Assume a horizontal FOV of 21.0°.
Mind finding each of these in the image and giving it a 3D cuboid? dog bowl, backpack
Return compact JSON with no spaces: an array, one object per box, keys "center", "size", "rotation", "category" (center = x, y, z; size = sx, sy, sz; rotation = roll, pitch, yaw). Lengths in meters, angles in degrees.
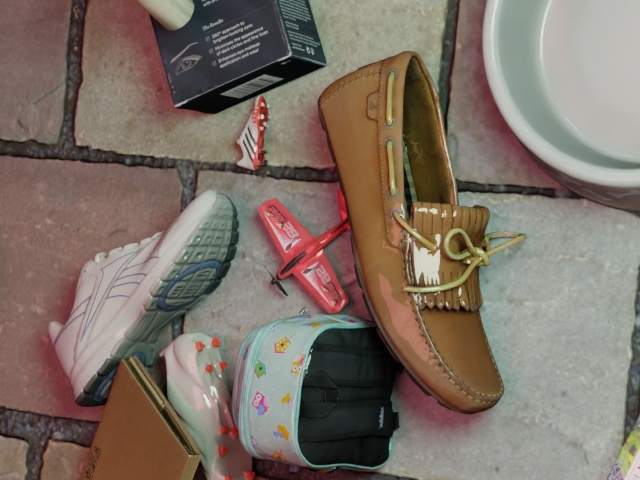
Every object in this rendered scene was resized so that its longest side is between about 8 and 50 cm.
[{"center":[0.316,-0.201,1.686],"size":[0.348,0.102,0.349],"rotation":[-2,86,27],"category":"dog bowl"},{"center":[-0.011,0.154,1.783],"size":[0.144,0.188,0.166],"rotation":[10,93,26],"category":"backpack"}]

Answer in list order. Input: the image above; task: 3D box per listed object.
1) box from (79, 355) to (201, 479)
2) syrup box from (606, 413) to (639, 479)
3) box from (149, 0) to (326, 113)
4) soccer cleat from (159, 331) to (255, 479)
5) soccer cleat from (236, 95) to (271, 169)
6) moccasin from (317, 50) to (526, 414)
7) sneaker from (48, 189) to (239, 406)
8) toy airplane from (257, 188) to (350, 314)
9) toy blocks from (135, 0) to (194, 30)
[{"center":[-0.203,0.255,1.904],"size":[0.164,0.021,0.201],"rotation":[49,130,38],"category":"box"},{"center":[0.334,0.239,1.660],"size":[0.096,0.093,0.237],"rotation":[28,100,25],"category":"syrup box"},{"center":[-0.096,-0.241,1.896],"size":[0.156,0.093,0.158],"rotation":[-21,79,25],"category":"box"},{"center":[-0.126,0.198,1.912],"size":[0.076,0.068,0.196],"rotation":[-25,75,38],"category":"soccer cleat"},{"center":[-0.076,-0.120,1.917],"size":[0.035,0.029,0.083],"rotation":[5,94,22],"category":"soccer cleat"},{"center":[0.117,-0.010,1.767],"size":[0.147,0.139,0.380],"rotation":[-25,67,32],"category":"moccasin"},{"center":[-0.209,0.049,1.935],"size":[0.297,0.111,0.129],"rotation":[-49,63,15],"category":"sneaker"},{"center":[0.000,0.000,1.873],"size":[0.151,0.028,0.151],"rotation":[0,90,24],"category":"toy airplane"},{"center":[-0.149,-0.443,1.779],"size":[0.309,0.260,0.289],"rotation":[-33,46,16],"category":"toy blocks"}]
